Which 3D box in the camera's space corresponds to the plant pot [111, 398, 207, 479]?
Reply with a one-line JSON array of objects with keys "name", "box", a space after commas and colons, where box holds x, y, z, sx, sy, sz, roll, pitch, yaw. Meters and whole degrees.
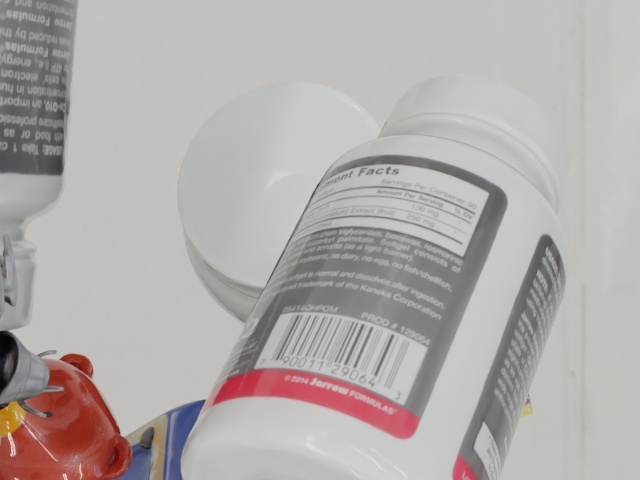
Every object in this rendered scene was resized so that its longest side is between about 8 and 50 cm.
[{"name": "plant pot", "box": [-0.108, 0.283, 1.189, 0.236, 0.236, 0.212, -32, 128, 31]}]

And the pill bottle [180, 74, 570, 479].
[{"name": "pill bottle", "box": [0.054, 0.047, 0.891, 0.176, 0.318, 0.176, 17, 143, 13]}]

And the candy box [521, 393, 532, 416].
[{"name": "candy box", "box": [0.176, 0.151, 1.705, 0.053, 0.187, 0.109, -14, 97, -21]}]

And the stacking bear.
[{"name": "stacking bear", "box": [-0.272, 0.180, 0.975, 0.289, 0.175, 0.164, -29, 139, -3]}]

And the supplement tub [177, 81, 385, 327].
[{"name": "supplement tub", "box": [0.000, 0.000, 1.367, 0.228, 0.228, 0.316, -19, 159, 5]}]

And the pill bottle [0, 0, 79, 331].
[{"name": "pill bottle", "box": [-0.278, -0.123, 1.019, 0.204, 0.204, 0.361, 5, 93, -7]}]

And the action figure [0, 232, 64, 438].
[{"name": "action figure", "box": [-0.281, 0.060, 0.801, 0.285, 0.185, 0.099, 11, 147, -25]}]
